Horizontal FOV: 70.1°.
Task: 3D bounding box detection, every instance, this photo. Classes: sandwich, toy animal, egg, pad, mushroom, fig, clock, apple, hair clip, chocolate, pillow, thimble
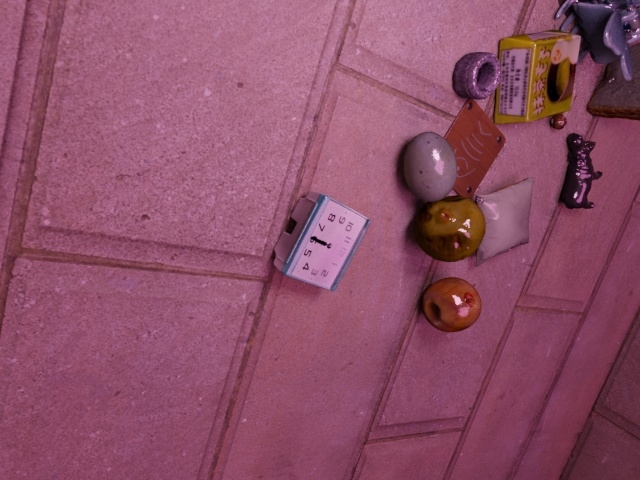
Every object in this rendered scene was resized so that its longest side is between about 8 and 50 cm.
[{"bbox_3d":[1.281,-0.653,1.840,0.131,0.262,0.325,15,100,-34],"label":"sandwich"},{"bbox_3d":[1.135,-0.303,1.990,0.168,0.106,0.343,-13,109,-20],"label":"toy animal"},{"bbox_3d":[0.355,-0.237,1.481,0.169,0.169,0.236,-24,121,-23],"label":"egg"},{"bbox_3d":[0.543,-0.321,1.663,0.287,0.018,0.284,31,91,-35],"label":"pad"},{"bbox_3d":[0.983,-0.528,1.842,0.187,0.061,0.060,-59,141,-13],"label":"mushroom"},{"bbox_3d":[0.456,-0.032,1.593,0.239,0.239,0.271,-57,148,-1],"label":"fig"},{"bbox_3d":[0.000,0.000,1.398,0.231,0.116,0.262,24,96,-41],"label":"clock"},{"bbox_3d":[0.500,0.245,1.740,0.188,0.211,0.211,-19,118,-24],"label":"apple"},{"bbox_3d":[1.045,-0.782,1.649,0.318,0.238,0.392,35,86,-39],"label":"hair clip"},{"bbox_3d":[0.776,-0.581,1.630,0.289,0.137,0.300,-19,117,-25],"label":"chocolate"},{"bbox_3d":[0.725,-0.077,1.809,0.312,0.119,0.310,-21,122,-24],"label":"pillow"},{"bbox_3d":[0.519,-0.542,1.508,0.150,0.098,0.150,-12,114,-27],"label":"thimble"}]

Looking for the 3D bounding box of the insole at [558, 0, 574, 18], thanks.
[{"bbox_3d":[0.871,-0.936,1.630,0.111,0.007,0.328,-49,126,-8],"label":"insole"}]
